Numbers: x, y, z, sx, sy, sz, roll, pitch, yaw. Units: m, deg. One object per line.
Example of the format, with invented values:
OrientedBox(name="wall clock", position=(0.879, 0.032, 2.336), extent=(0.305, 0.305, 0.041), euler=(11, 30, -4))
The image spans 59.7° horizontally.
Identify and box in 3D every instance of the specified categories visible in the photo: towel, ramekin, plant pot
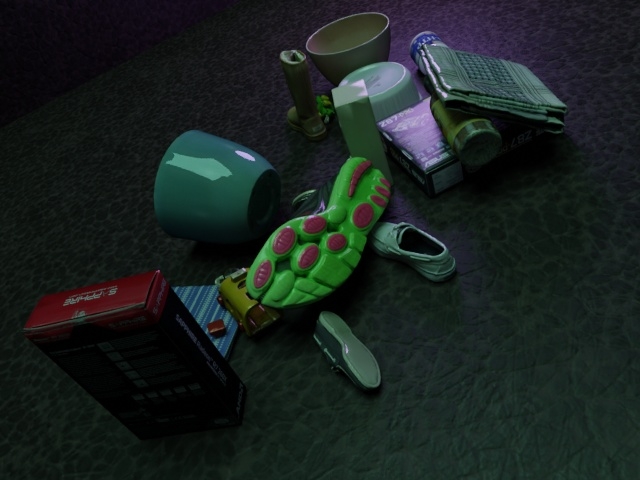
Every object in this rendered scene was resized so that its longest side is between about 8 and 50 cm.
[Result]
OrientedBox(name="towel", position=(0.408, -0.379, 1.340), extent=(0.312, 0.056, 0.324), euler=(9, 40, -12))
OrientedBox(name="towel", position=(-0.335, 0.203, 1.315), extent=(0.336, 0.040, 0.243), euler=(-4, 41, 19))
OrientedBox(name="ramekin", position=(0.173, -0.440, 1.717), extent=(0.272, 0.127, 0.273), euler=(-13, 41, 12))
OrientedBox(name="plant pot", position=(-0.244, -0.122, 1.448), extent=(0.235, 0.293, 0.293), euler=(14, 50, 20))
OrientedBox(name="plant pot", position=(0.114, -0.617, 1.895), extent=(0.284, 0.191, 0.284), euler=(-13, 40, 11))

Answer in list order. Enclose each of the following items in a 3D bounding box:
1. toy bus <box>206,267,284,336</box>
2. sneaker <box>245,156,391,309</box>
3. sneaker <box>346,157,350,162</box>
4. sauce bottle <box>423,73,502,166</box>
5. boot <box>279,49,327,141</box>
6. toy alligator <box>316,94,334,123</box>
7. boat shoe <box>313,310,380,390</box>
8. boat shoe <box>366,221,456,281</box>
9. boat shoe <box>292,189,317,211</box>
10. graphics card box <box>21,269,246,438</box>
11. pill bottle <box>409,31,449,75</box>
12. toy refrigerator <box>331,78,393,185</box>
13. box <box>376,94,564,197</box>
OrientedBox(name="toy bus", position=(-0.170, 0.113, 1.242), extent=(0.202, 0.104, 0.191), euler=(1, 41, 10))
OrientedBox(name="sneaker", position=(0.000, 0.000, 1.264), extent=(0.483, 0.185, 0.202), euler=(-46, 3, -41))
OrientedBox(name="sneaker", position=(0.116, -0.220, 1.577), extent=(0.083, 0.031, 0.035), euler=(-17, 53, 14))
OrientedBox(name="sauce bottle", position=(0.333, -0.314, 1.365), extent=(0.111, 0.111, 0.344), euler=(-18, 41, 7))
OrientedBox(name="boot", position=(-0.069, -0.469, 1.752), extent=(0.089, 0.269, 0.236), euler=(-31, 40, -13))
OrientedBox(name="toy alligator", position=(0.024, -0.426, 1.837), extent=(0.051, 0.056, 0.190), euler=(12, 34, -22))
OrientedBox(name="boat shoe", position=(0.047, 0.226, 1.093), extent=(0.065, 0.075, 0.206), euler=(-61, 41, 21))
OrientedBox(name="boat shoe", position=(0.193, 0.000, 1.241), extent=(0.095, 0.084, 0.258), euler=(-42, 43, -21))
OrientedBox(name="boat shoe", position=(-0.001, -0.105, 1.477), extent=(0.152, 0.056, 0.049), euler=(-17, 34, 8))
OrientedBox(name="graphics card box", position=(-0.312, 0.223, 1.008), extent=(0.232, 0.371, 0.094), euler=(-14, 40, 13))
OrientedBox(name="pill bottle", position=(0.366, -0.595, 1.812), extent=(0.112, 0.112, 0.187), euler=(-20, 39, 4))
OrientedBox(name="toy refrigerator", position=(0.107, -0.260, 1.432), extent=(0.094, 0.269, 0.102), euler=(-17, 40, 9))
OrientedBox(name="box", position=(0.381, -0.304, 1.488), extent=(0.395, 0.097, 0.318), euler=(-28, 42, -5))
